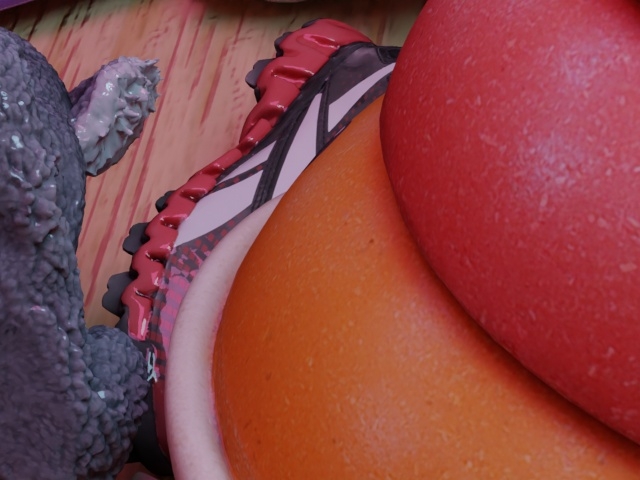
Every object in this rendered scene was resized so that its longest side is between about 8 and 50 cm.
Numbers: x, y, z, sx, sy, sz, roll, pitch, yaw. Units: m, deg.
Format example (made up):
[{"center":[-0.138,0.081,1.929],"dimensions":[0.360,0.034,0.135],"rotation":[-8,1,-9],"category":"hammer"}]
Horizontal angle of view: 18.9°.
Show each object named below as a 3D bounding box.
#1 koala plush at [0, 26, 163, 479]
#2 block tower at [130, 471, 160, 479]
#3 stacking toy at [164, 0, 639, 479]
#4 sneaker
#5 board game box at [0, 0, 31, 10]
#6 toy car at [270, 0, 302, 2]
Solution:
[{"center":[-0.157,-0.027,0.792],"dimensions":[0.196,0.203,0.221],"rotation":[0,21,8],"category":"koala plush"},{"center":[-0.102,0.143,0.770],"dimensions":[0.335,0.091,0.097],"rotation":[19,52,33],"category":"block tower"},{"center":[0.171,-0.067,0.577],"dimensions":[0.351,0.480,0.350],"rotation":[13,36,-10],"category":"stacking toy"},{"center":[0.000,0.000,0.886],"dimensions":[0.135,0.097,0.276],"rotation":[8,46,27],"category":"sneaker"},{"center":[-0.267,-0.186,1.187],"dimensions":[0.347,0.056,0.208],"rotation":[-17,31,-1],"category":"board game box"},{"center":[0.009,-0.215,1.080],"dimensions":[0.238,0.219,0.210],"rotation":[-21,33,40],"category":"toy car"}]
